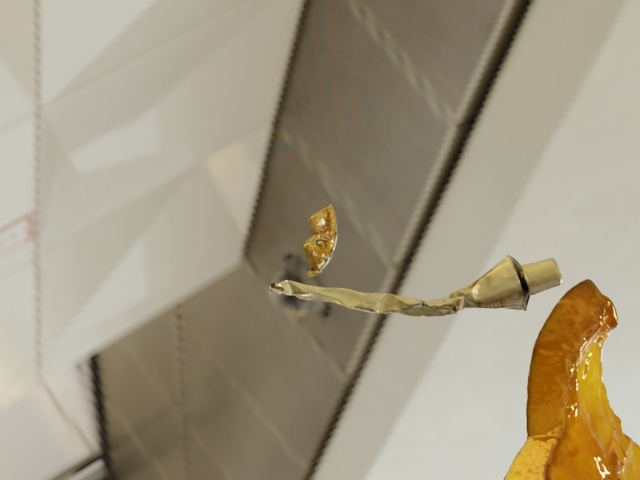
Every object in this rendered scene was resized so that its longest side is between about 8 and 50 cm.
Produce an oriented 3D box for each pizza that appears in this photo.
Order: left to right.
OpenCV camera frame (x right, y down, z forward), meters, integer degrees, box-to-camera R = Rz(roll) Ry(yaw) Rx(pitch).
[{"bbox_3d":[0.000,0.000,1.773,0.037,0.083,0.016,27,-24,-27],"label":"pizza"}]

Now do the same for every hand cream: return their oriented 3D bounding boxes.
[{"bbox_3d":[0.082,0.043,1.493,0.084,0.257,0.050,65,21,-89],"label":"hand cream"}]

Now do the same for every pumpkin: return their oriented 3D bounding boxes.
[{"bbox_3d":[0.258,0.230,1.599,0.095,0.290,0.258,-14,-51,36],"label":"pumpkin"}]
